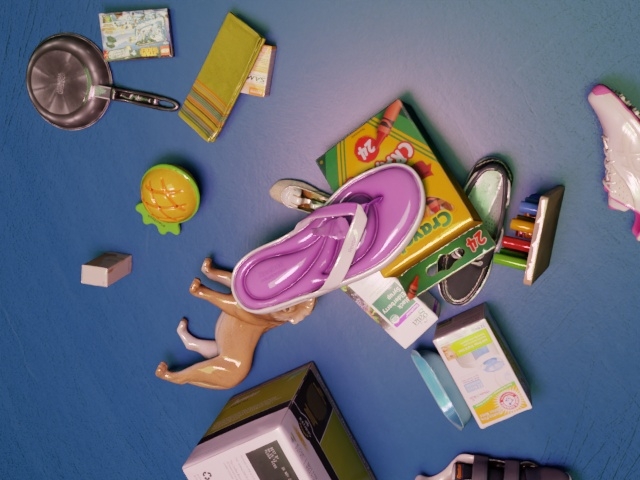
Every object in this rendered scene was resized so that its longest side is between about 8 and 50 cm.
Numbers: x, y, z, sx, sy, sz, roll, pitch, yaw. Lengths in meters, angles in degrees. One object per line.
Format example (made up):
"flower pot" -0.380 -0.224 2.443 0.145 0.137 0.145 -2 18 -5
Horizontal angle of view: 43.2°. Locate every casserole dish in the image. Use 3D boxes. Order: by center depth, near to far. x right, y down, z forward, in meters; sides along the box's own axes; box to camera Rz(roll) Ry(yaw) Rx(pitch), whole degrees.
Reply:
"casserole dish" 0.244 0.289 1.607 0.037 0.114 0.188 -32 96 -11

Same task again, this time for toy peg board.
"toy peg board" 0.379 -0.019 1.480 0.079 0.161 0.160 14 106 24

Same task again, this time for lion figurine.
"lion figurine" -0.174 0.189 1.669 0.240 0.142 0.392 25 121 -3

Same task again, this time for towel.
"towel" -0.196 -0.314 1.567 0.102 0.021 0.237 40 116 18

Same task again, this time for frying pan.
"frying pan" -0.469 -0.286 1.647 0.326 0.053 0.197 36 108 5

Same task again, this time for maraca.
"maraca" -0.311 -0.081 1.639 0.127 0.099 0.185 34 132 -2

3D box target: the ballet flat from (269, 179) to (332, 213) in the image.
"ballet flat" -0.024 -0.081 1.598 0.168 0.052 0.057 15 106 8

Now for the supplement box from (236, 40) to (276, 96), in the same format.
"supplement box" -0.126 -0.333 1.566 0.062 0.036 0.098 12 106 10

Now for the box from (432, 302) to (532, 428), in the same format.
"box" 0.318 0.243 1.577 0.114 0.103 0.203 -26 97 17

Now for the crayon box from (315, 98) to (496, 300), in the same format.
"crayon box" 0.155 -0.073 1.490 0.202 0.081 0.318 -36 75 19

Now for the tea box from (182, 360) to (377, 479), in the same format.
"tea box" -0.058 0.471 1.597 0.220 0.323 0.329 -26 96 16

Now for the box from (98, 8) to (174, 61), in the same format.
"box" -0.361 -0.404 1.592 0.137 0.027 0.094 -3 101 2

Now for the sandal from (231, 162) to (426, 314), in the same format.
"sandal" 0.008 0.013 1.447 0.416 0.102 0.169 -35 76 16

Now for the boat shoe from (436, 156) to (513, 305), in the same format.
"boat shoe" 0.285 -0.010 1.529 0.114 0.091 0.302 11 105 9

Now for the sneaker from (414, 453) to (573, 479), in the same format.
"sneaker" 0.340 0.499 1.624 0.321 0.126 0.127 -20 104 17

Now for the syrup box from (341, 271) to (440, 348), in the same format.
"syrup box" 0.120 0.091 1.587 0.237 0.096 0.093 44 107 0

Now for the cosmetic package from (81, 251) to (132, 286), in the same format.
"cosmetic package" -0.445 0.059 1.687 0.060 0.115 0.041 8 105 10

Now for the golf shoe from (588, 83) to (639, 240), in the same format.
"golf shoe" 0.550 -0.132 1.436 0.140 0.115 0.306 -34 93 21
